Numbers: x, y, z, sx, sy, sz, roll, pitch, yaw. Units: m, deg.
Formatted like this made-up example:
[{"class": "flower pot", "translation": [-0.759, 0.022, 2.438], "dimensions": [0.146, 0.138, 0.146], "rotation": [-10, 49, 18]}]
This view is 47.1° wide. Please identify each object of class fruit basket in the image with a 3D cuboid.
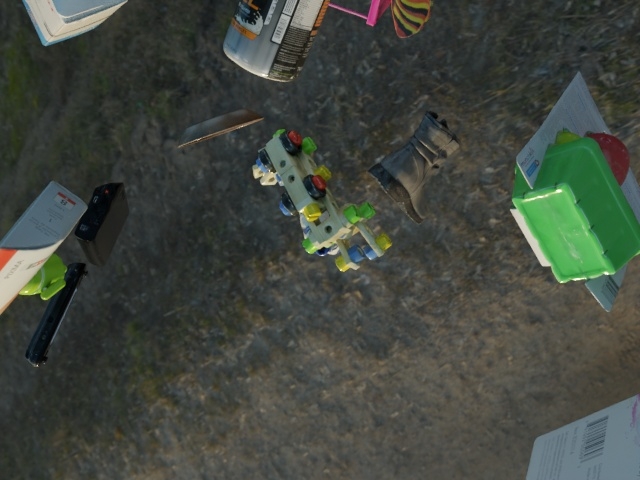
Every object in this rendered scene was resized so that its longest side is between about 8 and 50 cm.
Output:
[{"class": "fruit basket", "translation": [0.481, -0.096, 1.334], "dimensions": [0.165, 0.353, 0.327], "rotation": [-21, 111, 40]}]

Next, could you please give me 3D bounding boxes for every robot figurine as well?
[{"class": "robot figurine", "translation": [-0.466, 0.053, 1.199], "dimensions": [0.067, 0.115, 0.101], "rotation": [-44, 82, 14]}]

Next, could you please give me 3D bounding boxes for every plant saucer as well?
[{"class": "plant saucer", "translation": [-0.222, -0.250, 1.600], "dimensions": [0.199, 0.199, 0.036], "rotation": [-12, 101, 43]}]

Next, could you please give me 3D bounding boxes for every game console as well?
[{"class": "game console", "translation": [-0.447, 0.066, 1.361], "dimensions": [0.044, 0.361, 0.213], "rotation": [22, 163, -4]}]

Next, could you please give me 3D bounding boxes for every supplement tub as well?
[{"class": "supplement tub", "translation": [-0.050, -0.325, 1.002], "dimensions": [0.117, 0.117, 0.190], "rotation": [38, 118, 25]}]

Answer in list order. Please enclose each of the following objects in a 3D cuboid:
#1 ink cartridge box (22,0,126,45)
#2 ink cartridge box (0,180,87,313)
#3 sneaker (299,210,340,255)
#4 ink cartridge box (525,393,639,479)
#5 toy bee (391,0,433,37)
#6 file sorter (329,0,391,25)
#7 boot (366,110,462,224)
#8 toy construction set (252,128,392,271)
[{"class": "ink cartridge box", "translation": [-0.303, -0.313, 0.845], "dimensions": [0.191, 0.082, 0.139], "rotation": [13, 127, 61]}, {"class": "ink cartridge box", "translation": [-0.264, 0.045, 0.588], "dimensions": [0.045, 0.179, 0.145], "rotation": [38, 114, -21]}, {"class": "sneaker", "translation": [0.000, 0.000, 2.281], "dimensions": [0.112, 0.296, 0.131], "rotation": [-11, 64, 15]}, {"class": "ink cartridge box", "translation": [0.341, 0.217, 0.628], "dimensions": [0.119, 0.207, 0.353], "rotation": [45, 130, -6]}, {"class": "toy bee", "translation": [0.189, -0.601, 1.583], "dimensions": [0.162, 0.195, 0.298], "rotation": [-18, 124, 24]}, {"class": "file sorter", "translation": [0.106, -0.709, 1.748], "dimensions": [0.182, 0.202, 0.290], "rotation": [22, 133, 8]}, {"class": "boot", "translation": [0.262, -0.172, 1.805], "dimensions": [0.223, 0.338, 0.118], "rotation": [-44, 69, 6]}, {"class": "toy construction set", "translation": [-0.016, -0.095, 1.394], "dimensions": [0.151, 0.215, 0.327], "rotation": [-50, 62, 14]}]
